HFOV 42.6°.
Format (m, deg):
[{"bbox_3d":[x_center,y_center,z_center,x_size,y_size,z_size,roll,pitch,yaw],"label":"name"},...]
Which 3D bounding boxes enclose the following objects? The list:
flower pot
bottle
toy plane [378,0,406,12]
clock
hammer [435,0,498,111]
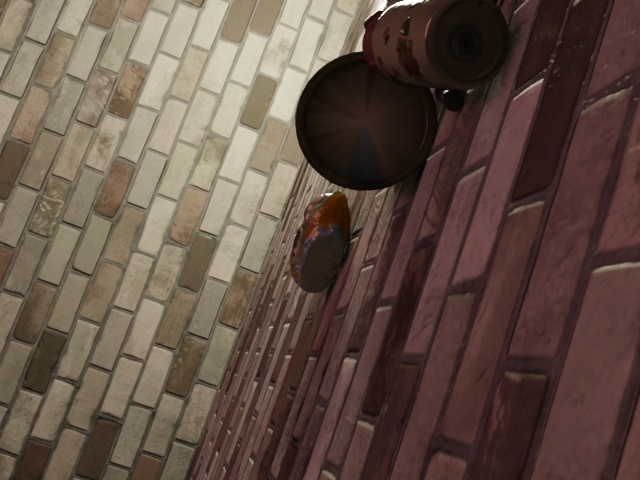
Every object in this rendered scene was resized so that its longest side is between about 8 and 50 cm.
[{"bbox_3d":[0.074,-0.177,1.308,0.202,0.212,0.212,7,-76,-86],"label":"flower pot"},{"bbox_3d":[0.136,-0.262,1.092,0.120,0.120,0.253,-69,22,4],"label":"bottle"},{"bbox_3d":[0.161,-0.411,1.572,0.245,0.117,0.244,-177,90,-89],"label":"toy plane"},{"bbox_3d":[0.000,0.000,1.607,0.144,0.103,0.231,-96,25,-55],"label":"clock"},{"bbox_3d":[0.229,-0.321,1.135,0.111,0.033,0.287,-94,26,-70],"label":"hammer"}]
